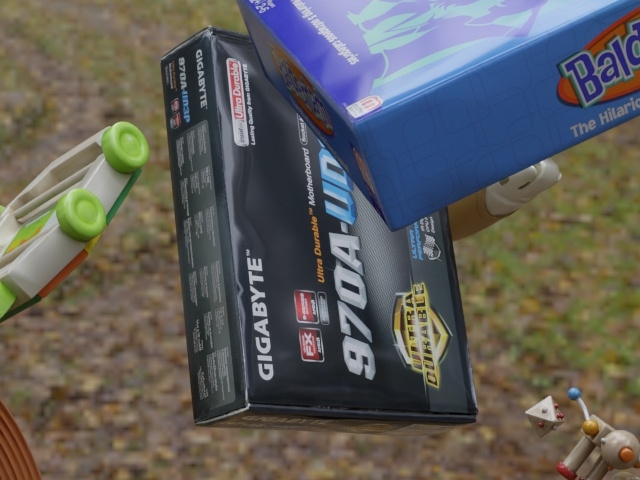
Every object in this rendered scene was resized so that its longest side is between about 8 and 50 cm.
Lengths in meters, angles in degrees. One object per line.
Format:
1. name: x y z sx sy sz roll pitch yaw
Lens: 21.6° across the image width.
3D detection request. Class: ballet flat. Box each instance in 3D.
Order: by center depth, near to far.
1. ballet flat: 0.157 -0.083 1.220 0.080 0.232 0.073 7 29 -47

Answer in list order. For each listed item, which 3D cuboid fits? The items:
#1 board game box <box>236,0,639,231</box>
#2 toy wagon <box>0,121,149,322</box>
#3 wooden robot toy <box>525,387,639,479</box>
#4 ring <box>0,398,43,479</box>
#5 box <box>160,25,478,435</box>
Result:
1. board game box: 0.087 -0.095 0.620 0.210 0.047 0.160 -25 30 -7
2. toy wagon: -0.325 0.009 1.849 0.267 0.068 0.344 -27 26 39
3. wooden robot toy: 0.270 0.202 1.537 0.173 0.076 0.079 34 -3 -10
4. ring: -0.298 0.224 1.246 0.032 0.337 0.336 -18 6 26
5. box: 0.000 0.000 0.966 0.175 0.220 0.051 9 -23 -40
